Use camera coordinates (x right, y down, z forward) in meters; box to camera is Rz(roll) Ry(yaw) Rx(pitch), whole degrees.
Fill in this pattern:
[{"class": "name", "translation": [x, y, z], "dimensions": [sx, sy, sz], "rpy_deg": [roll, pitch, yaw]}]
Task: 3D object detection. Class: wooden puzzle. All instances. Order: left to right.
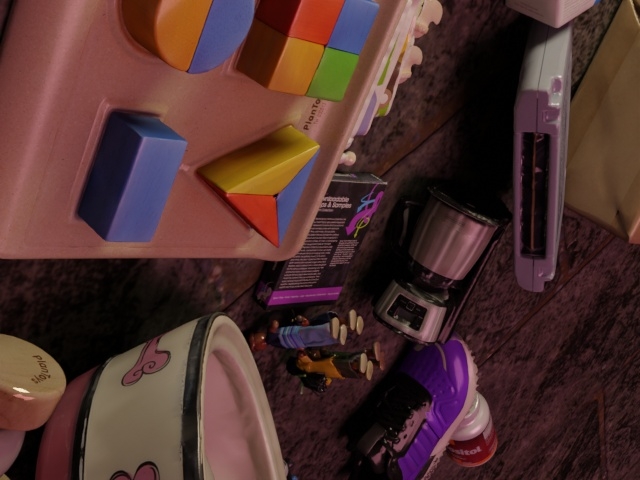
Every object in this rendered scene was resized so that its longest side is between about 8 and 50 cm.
[{"class": "wooden puzzle", "translation": [-0.089, -0.115, 0.813], "dimensions": [0.348, 0.080, 0.322], "rpy_deg": [4, 117, -44]}]

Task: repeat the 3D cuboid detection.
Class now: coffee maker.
[{"class": "coffee maker", "translation": [0.154, 0.028, 1.188], "dimensions": [0.171, 0.120, 0.178], "rpy_deg": [5, 117, -50]}]

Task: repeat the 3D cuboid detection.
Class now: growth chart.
[{"class": "growth chart", "translation": [0.037, -0.174, 0.972], "dimensions": [0.172, 0.021, 0.237], "rpy_deg": [6, 115, -50]}]

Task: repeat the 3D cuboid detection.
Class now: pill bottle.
[{"class": "pill bottle", "translation": [0.219, 0.279, 1.500], "dimensions": [0.086, 0.086, 0.152], "rpy_deg": [-42, 142, -14]}]

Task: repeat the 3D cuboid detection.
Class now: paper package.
[{"class": "paper package", "translation": [0.491, -0.154, 1.362], "dimensions": [0.325, 0.168, 0.309], "rpy_deg": [3, 116, -48]}]

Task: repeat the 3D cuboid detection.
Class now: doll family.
[{"class": "doll family", "translation": [-0.007, 0.124, 1.122], "dimensions": [0.193, 0.111, 0.076], "rpy_deg": [59, 35, -46]}]

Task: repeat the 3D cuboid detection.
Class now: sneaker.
[{"class": "sneaker", "translation": [0.112, 0.251, 1.345], "dimensions": [0.146, 0.102, 0.293], "rpy_deg": [-11, 128, -41]}]

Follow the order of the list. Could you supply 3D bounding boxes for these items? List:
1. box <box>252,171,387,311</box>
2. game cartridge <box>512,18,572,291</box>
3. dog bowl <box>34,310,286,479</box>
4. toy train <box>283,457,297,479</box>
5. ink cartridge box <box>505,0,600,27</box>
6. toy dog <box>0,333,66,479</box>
[{"class": "box", "translation": [0.000, 0.000, 1.073], "dimensions": [0.116, 0.029, 0.162], "rpy_deg": [0, 121, -48]}, {"class": "game cartridge", "translation": [0.265, -0.109, 1.165], "dimensions": [0.196, 0.060, 0.294], "rpy_deg": [-63, 154, -44]}, {"class": "dog bowl", "translation": [-0.124, 0.277, 0.893], "dimensions": [0.150, 0.408, 0.408], "rpy_deg": [-11, 138, 4]}, {"class": "toy train", "translation": [-0.064, 0.347, 1.260], "dimensions": [0.105, 0.080, 0.184], "rpy_deg": [-44, 142, -27]}, {"class": "ink cartridge box", "translation": [0.268, -0.357, 1.021], "dimensions": [0.134, 0.078, 0.231], "rpy_deg": [-34, 140, -25]}, {"class": "toy dog", "translation": [-0.351, 0.109, 0.718], "dimensions": [0.220, 0.161, 0.334], "rpy_deg": [-48, 129, -2]}]
